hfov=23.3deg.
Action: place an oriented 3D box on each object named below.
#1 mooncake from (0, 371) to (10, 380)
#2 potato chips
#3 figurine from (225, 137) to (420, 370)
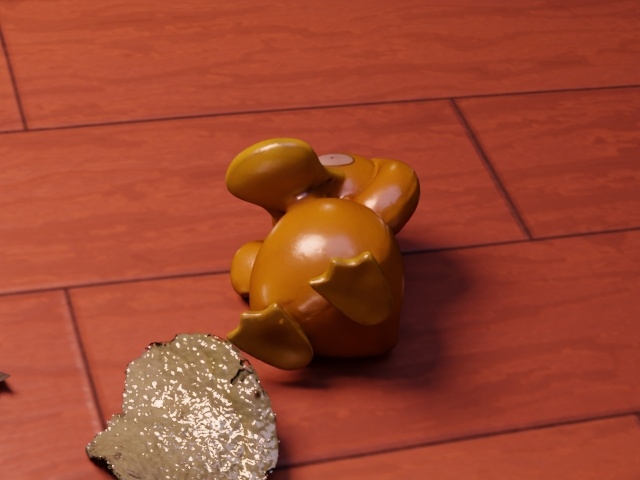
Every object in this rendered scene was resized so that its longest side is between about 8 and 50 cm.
[{"bbox_3d":[-0.349,0.195,1.258,0.150,0.057,0.347,37,43,10],"label":"mooncake"},{"bbox_3d":[-0.121,0.176,1.332,0.167,0.059,0.228,10,46,8],"label":"potato chips"},{"bbox_3d":[0.004,0.009,1.479,0.215,0.215,0.228,-5,58,-18],"label":"figurine"}]
